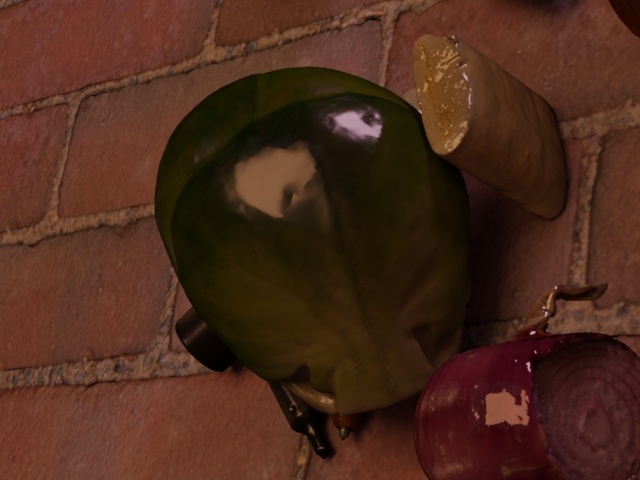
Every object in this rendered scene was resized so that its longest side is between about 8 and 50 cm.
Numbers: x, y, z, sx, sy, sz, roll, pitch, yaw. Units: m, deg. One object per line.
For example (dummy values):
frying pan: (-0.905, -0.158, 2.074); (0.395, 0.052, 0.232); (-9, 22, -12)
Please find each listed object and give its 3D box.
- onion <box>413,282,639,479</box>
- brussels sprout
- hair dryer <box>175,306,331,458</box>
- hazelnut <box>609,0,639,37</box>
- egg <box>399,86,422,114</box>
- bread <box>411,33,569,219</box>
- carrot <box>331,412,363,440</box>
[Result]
onion: (0.171, 0.156, 1.302); (0.200, 0.201, 0.207); (-16, 17, 38)
brussels sprout: (0.003, -0.002, 1.489); (0.289, 0.281, 0.355); (-23, 79, -2)
hair dryer: (-0.028, 0.113, 1.628); (0.195, 0.078, 0.248); (-43, 55, 18)
hazelnut: (0.327, -0.248, 1.405); (0.150, 0.150, 0.150); (-22, 56, 35)
egg: (0.113, -0.120, 1.601); (0.083, 0.071, 0.071); (30, 91, 44)
bread: (0.164, -0.108, 1.465); (0.060, 0.178, 0.139); (-30, 53, 29)
carrot: (0.028, 0.136, 1.577); (0.035, 0.035, 0.142); (-21, 52, 35)
